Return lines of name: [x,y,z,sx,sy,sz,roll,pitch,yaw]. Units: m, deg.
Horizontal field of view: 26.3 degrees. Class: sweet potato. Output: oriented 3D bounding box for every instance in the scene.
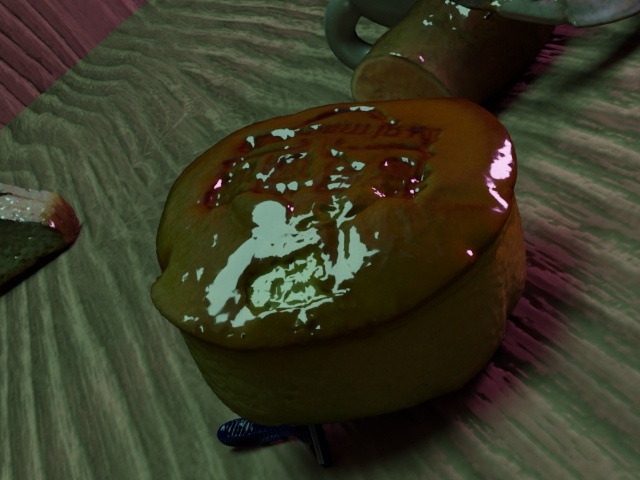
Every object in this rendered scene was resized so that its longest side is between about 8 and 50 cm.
sweet potato: [0.174,-0.234,1.293,0.337,0.131,0.131,-49,21,-16]

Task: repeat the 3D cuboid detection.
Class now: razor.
razor: [-0.031,0.143,1.018,0.028,0.044,0.154,-18,2,-32]

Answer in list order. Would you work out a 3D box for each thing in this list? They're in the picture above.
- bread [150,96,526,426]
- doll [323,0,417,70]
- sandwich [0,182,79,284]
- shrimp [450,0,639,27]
bread: [0.013,0.004,0.955,0.269,0.148,0.270,-12,38,10]
doll: [0.131,-0.379,1.551,0.226,0.215,0.370,-42,13,53]
sandwich: [-0.526,-0.031,1.973,0.288,0.254,0.100,-30,17,23]
shrimp: [0.172,-0.276,1.210,0.360,0.085,0.247,3,53,4]
